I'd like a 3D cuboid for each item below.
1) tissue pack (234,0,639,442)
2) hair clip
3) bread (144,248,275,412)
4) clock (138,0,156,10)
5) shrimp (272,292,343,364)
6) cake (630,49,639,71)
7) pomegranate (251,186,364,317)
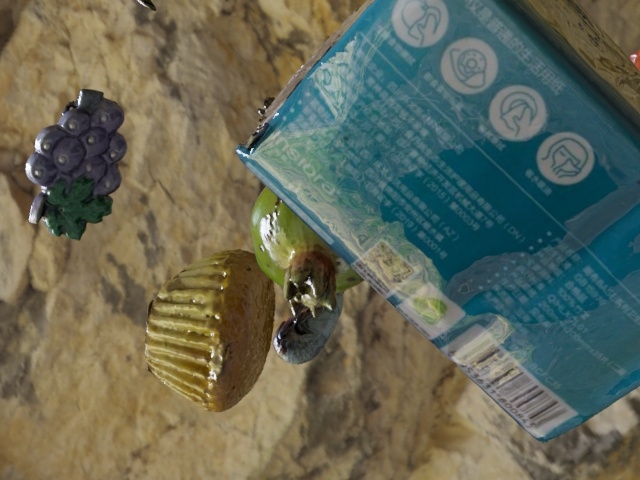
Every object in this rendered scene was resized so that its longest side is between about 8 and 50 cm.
[{"bbox_3d":[0.111,-0.041,0.585,0.271,0.134,0.192,44,-60,-8],"label":"tissue pack"},{"bbox_3d":[-0.305,-0.093,1.211,0.124,0.052,0.195,2,-72,-32],"label":"hair clip"},{"bbox_3d":[-0.144,0.124,1.379,0.139,0.240,0.240,8,-40,14],"label":"bread"},{"bbox_3d":[-0.233,-0.392,1.257,0.170,0.232,0.069,29,-36,-32],"label":"clock"},{"bbox_3d":[0.001,0.103,1.556,0.233,0.079,0.090,-57,-15,-33],"label":"shrimp"},{"bbox_3d":[0.473,-0.041,1.189,0.269,0.270,0.319,23,-75,-19],"label":"cake"},{"bbox_3d":[0.000,0.000,1.066,0.159,0.205,0.159,5,-50,5],"label":"pomegranate"}]
